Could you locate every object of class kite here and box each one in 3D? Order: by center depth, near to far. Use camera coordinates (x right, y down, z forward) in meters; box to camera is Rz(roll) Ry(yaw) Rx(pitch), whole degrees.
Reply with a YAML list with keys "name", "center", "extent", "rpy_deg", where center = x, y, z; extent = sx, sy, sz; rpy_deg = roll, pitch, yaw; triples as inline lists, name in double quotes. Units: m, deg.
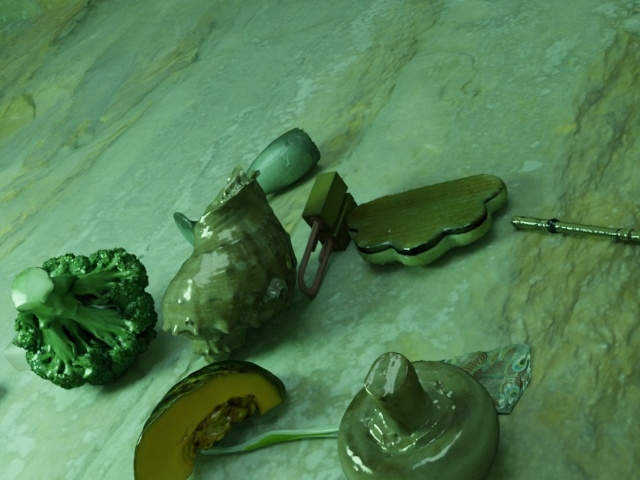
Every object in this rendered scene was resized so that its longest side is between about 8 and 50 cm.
- name: "kite"
  center: [0.180, 0.193, 1.398]
  extent: [0.229, 0.016, 0.127]
  rpy_deg: [-7, 34, 27]

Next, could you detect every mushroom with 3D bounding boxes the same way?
- name: "mushroom"
  center: [0.109, 0.219, 1.226]
  extent: [0.207, 0.215, 0.207]
  rpy_deg: [-16, 42, 15]

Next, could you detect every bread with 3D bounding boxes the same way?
- name: "bread"
  center: [0.170, -0.024, 1.676]
  extent: [0.286, 0.056, 0.207]
  rpy_deg: [-12, 32, 23]

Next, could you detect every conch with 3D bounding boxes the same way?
- name: "conch"
  center: [-0.123, 0.052, 1.633]
  extent: [0.186, 0.324, 0.263]
  rpy_deg: [27, 11, 9]

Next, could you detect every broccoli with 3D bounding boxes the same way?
- name: "broccoli"
  center: [-0.414, 0.118, 1.700]
  extent: [0.270, 0.270, 0.270]
  rpy_deg: [-8, 64, 18]

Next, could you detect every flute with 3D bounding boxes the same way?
- name: "flute"
  center: [0.394, -0.018, 1.536]
  extent: [0.233, 0.027, 0.027]
  rpy_deg: [9, 46, 44]

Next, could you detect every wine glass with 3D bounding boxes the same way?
- name: "wine glass"
  center: [-0.084, -0.063, 1.927]
  extent: [0.309, 0.096, 0.264]
  rpy_deg: [-38, 51, -19]

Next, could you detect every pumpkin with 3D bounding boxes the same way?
- name: "pumpkin"
  center: [-0.199, 0.249, 1.482]
  extent: [0.278, 0.111, 0.163]
  rpy_deg: [-39, 22, -21]

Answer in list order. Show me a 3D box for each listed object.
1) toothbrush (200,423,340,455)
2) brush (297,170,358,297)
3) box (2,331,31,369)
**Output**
- name: "toothbrush"
  center: [-0.058, 0.284, 1.430]
  extent: [0.263, 0.022, 0.026]
  rpy_deg: [-11, 38, 25]
- name: "brush"
  center: [0.000, 0.000, 1.731]
  extent: [0.047, 0.103, 0.233]
  rpy_deg: [-5, 47, 32]
- name: "box"
  center: [-0.505, 0.177, 1.878]
  extent: [0.129, 0.051, 0.130]
  rpy_deg: [-6, 39, 29]
